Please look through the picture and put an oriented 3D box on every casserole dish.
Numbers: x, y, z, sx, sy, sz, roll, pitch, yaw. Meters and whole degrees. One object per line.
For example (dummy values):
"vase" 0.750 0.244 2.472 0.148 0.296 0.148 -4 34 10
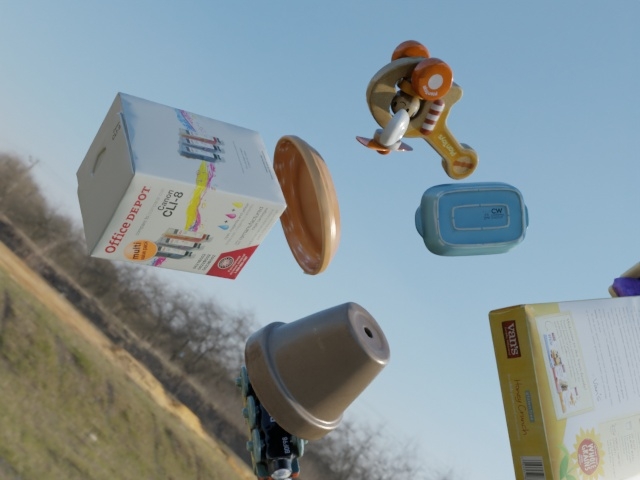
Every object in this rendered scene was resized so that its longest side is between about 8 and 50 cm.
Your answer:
"casserole dish" 0.239 -0.034 1.214 0.037 0.188 0.114 163 -76 -77

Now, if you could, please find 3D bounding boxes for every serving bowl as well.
"serving bowl" 0.155 -0.225 1.610 0.027 0.083 0.083 36 -15 13

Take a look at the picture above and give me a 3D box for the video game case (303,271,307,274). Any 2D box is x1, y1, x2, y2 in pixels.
"video game case" 0.000 0.000 1.433 0.011 0.122 0.087 15 5 15

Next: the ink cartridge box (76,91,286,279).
"ink cartridge box" -0.153 -0.054 0.853 0.176 0.128 0.127 11 42 -34

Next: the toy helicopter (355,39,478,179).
"toy helicopter" 0.221 -0.238 1.713 0.355 0.235 0.140 42 10 -37

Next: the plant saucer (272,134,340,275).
"plant saucer" -0.018 -0.051 1.116 0.200 0.037 0.200 167 -90 -71

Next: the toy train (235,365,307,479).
"toy train" -0.121 0.436 1.900 0.190 0.142 0.334 97 -17 -45

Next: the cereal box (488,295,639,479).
"cereal box" 0.265 0.141 0.746 0.047 0.240 0.173 -20 -107 50

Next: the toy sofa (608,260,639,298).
"toy sofa" 0.764 0.183 1.601 0.150 0.177 0.363 -49 -122 43

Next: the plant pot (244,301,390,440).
"plant pot" 0.011 0.242 1.637 0.263 0.229 0.263 44 22 -23
